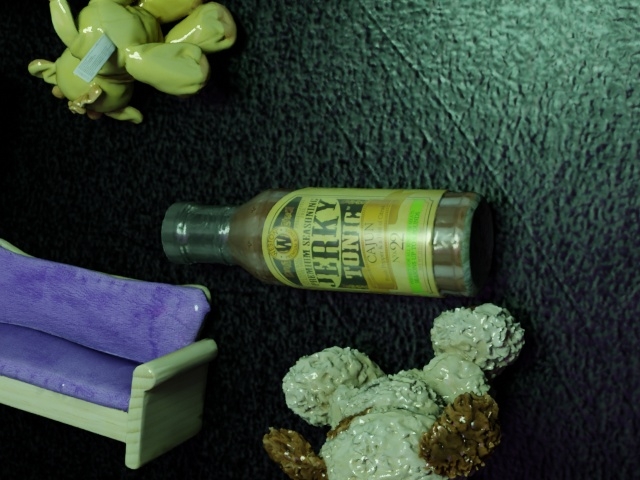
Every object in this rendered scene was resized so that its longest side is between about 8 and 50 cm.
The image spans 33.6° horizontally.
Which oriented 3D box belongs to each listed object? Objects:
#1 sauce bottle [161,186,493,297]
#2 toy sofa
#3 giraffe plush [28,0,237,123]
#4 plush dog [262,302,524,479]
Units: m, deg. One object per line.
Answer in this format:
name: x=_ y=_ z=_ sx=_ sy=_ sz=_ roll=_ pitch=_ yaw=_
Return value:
sauce bottle: x=0.000 y=0.000 z=1.099 sx=0.344 sy=0.111 sz=0.111 roll=1 pitch=96 yaw=23
toy sofa: x=-0.310 y=0.117 z=1.218 sx=0.363 sy=0.150 sz=0.177 roll=12 pitch=101 yaw=21
giraffe plush: x=-0.220 y=-0.202 z=1.156 sx=0.181 sy=0.210 sz=0.170 roll=51 pitch=146 yaw=-5
plush dog: x=0.079 y=0.194 z=1.022 sx=0.262 sy=0.225 sz=0.210 roll=-19 pitch=88 yaw=23
